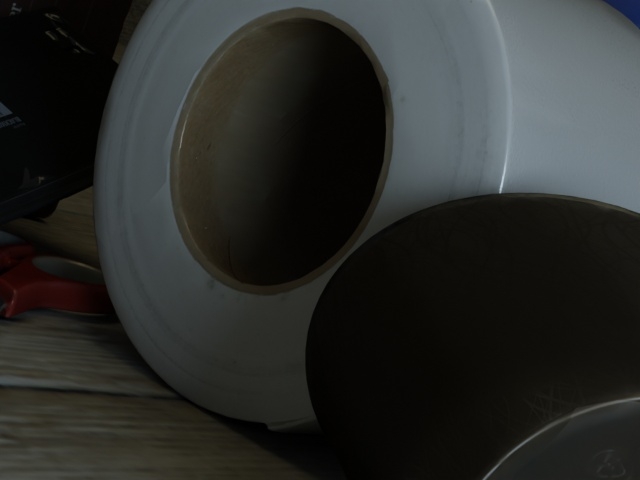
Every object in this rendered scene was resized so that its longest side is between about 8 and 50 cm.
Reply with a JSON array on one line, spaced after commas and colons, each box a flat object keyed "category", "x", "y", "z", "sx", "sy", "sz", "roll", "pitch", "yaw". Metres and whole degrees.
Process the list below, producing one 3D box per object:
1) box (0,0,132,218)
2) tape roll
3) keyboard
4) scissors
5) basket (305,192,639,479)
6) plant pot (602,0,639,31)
[{"category": "box", "x": -0.262, "y": -0.133, "z": 1.092, "sx": 0.203, "sy": 0.168, "sz": 0.167, "roll": 15, "pitch": 10, "yaw": -38}, {"category": "tape roll", "x": 0.033, "y": -0.028, "z": 0.823, "sx": 0.246, "sy": 0.246, "sz": 0.169, "roll": 26, "pitch": 8, "yaw": 40}, {"category": "keyboard", "x": -0.216, "y": -0.080, "z": 0.910, "sx": 0.201, "sy": 0.033, "sz": 0.317, "roll": 41, "pitch": 27, "yaw": 9}, {"category": "scissors", "x": -0.166, "y": 0.025, "z": 0.790, "sx": 0.109, "sy": 0.021, "sz": 0.297, "roll": 22, "pitch": 8, "yaw": 5}, {"category": "basket", "x": 0.094, "y": 0.081, "z": 0.567, "sx": 0.204, "sy": 0.154, "sz": 0.227, "roll": 18, "pitch": 11, "yaw": -3}, {"category": "plant pot", "x": 0.244, "y": -0.042, "z": 0.927, "sx": 0.236, "sy": 0.212, "sz": 0.236, "roll": 9, "pitch": 11, "yaw": 34}]
